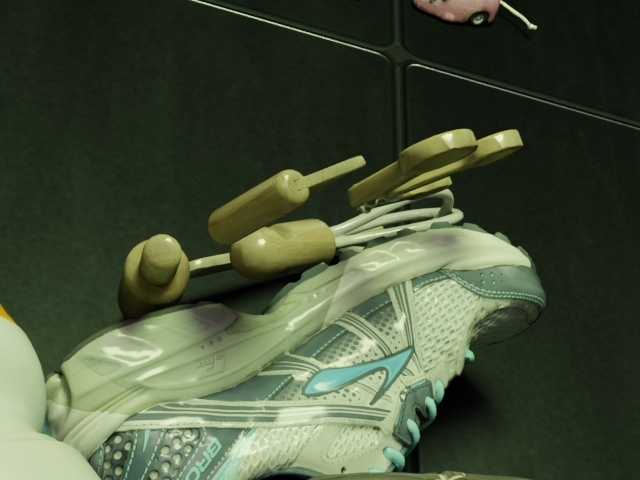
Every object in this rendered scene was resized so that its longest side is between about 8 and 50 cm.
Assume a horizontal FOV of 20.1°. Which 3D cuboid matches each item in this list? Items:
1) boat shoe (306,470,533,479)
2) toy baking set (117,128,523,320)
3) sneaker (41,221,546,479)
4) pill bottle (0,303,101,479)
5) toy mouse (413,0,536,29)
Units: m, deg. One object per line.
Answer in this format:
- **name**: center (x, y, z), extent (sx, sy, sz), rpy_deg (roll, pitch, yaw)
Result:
- **boat shoe**: center (0.114, 0.166, 0.809), extent (0.335, 0.112, 0.095), rpy_deg (18, 22, -16)
- **toy baking set**: center (-0.006, 0.002, 0.870), extent (0.197, 0.256, 0.030), rpy_deg (-16, 82, -16)
- **sneaker**: center (0.004, 0.085, 0.855), extent (0.283, 0.110, 0.122), rpy_deg (-19, 67, -32)
- **pill bottle**: center (-0.210, 0.050, 0.718), extent (0.162, 0.162, 0.278), rpy_deg (-21, 57, -41)
- **toy mouse**: center (0.074, -0.192, 1.235), extent (0.143, 0.031, 0.161), rpy_deg (-20, 57, -41)
